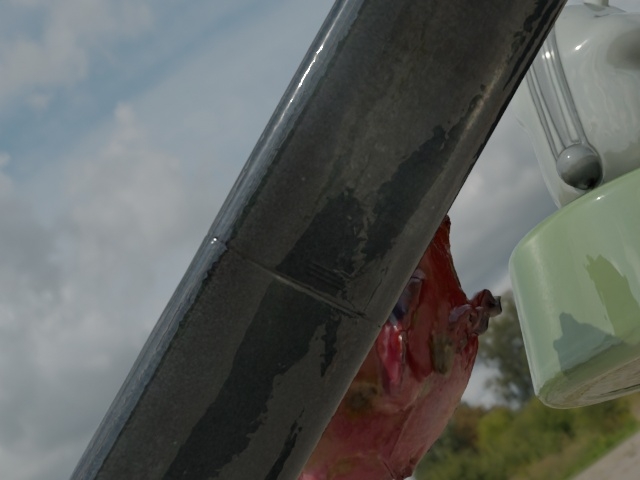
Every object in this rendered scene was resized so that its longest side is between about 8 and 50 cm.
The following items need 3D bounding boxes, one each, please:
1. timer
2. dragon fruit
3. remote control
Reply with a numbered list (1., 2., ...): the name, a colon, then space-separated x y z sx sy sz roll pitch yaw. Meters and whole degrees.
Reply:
1. timer: 0.263 -0.055 1.056 0.291 0.315 0.291 -17 -18 -6
2. dragon fruit: 0.029 0.053 0.791 0.274 0.161 0.126 -36 -19 -34
3. remote control: 0.000 0.000 0.583 0.107 0.044 0.377 28 -88 -30
